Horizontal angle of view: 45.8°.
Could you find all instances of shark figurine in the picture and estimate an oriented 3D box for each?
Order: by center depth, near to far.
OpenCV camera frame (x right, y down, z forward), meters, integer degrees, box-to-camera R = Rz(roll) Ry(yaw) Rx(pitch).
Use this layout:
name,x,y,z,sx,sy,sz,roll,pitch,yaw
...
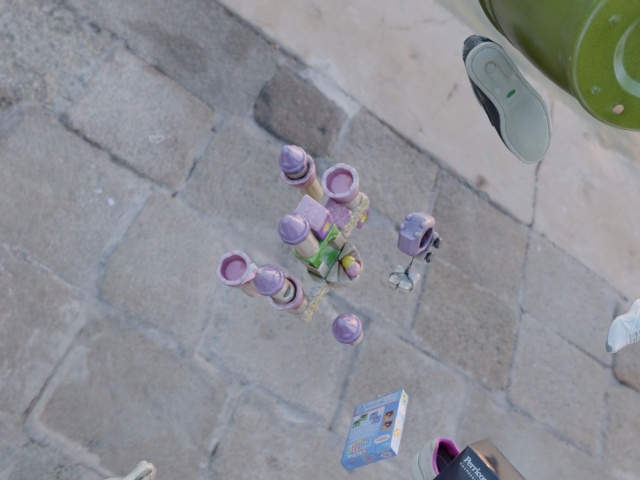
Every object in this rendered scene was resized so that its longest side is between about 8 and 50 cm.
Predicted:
name,x,y,z,sx,sy,sz,roll,pitch,yaw
shark figurine,-0.435,0.556,1.567,0.278,0.166,0.116,-20,92,-37

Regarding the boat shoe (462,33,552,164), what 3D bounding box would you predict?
name,x,y,z,sx,sy,sz,roll,pitch,yaw
boat shoe,0.293,-0.221,1.190,0.233,0.084,0.079,51,9,-28

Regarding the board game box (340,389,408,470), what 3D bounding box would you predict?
name,x,y,z,sx,sy,sz,roll,pitch,yaw
board game box,0.146,0.502,2.015,0.039,0.160,0.211,53,30,-18

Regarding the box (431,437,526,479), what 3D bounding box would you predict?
name,x,y,z,sx,sy,sz,roll,pitch,yaw
box,0.208,0.388,0.863,0.261,0.184,0.103,47,10,24

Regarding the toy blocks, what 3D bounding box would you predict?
name,x,y,z,sx,sy,sz,roll,pitch,yaw
toy blocks,0.000,0.000,1.298,0.309,0.260,0.288,26,78,23

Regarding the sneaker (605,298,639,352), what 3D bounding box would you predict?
name,x,y,z,sx,sy,sz,roll,pitch,yaw
sneaker,0.584,0.162,1.408,0.152,0.061,0.053,-34,129,-29

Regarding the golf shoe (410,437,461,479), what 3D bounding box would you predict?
name,x,y,z,sx,sy,sz,roll,pitch,yaw
golf shoe,0.295,0.545,1.559,0.115,0.140,0.306,-17,54,-27

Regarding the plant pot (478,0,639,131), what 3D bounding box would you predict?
name,x,y,z,sx,sy,sz,roll,pitch,yaw
plant pot,0.420,-0.339,1.038,0.366,0.366,0.353,26,35,-21
